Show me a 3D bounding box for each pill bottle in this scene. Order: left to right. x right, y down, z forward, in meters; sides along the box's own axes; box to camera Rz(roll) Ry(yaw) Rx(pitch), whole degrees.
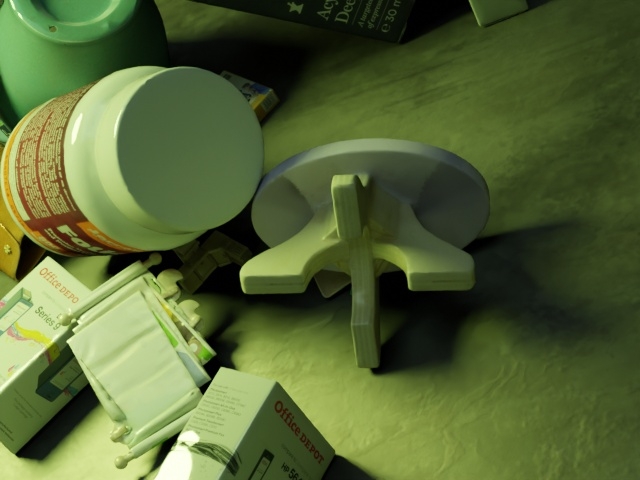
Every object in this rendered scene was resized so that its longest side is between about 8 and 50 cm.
[{"bbox_3d":[-0.240,-0.094,1.679,0.224,0.224,0.392,-53,22,-21],"label":"pill bottle"}]

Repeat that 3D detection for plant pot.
[{"bbox_3d":[-0.345,-0.293,1.918,0.271,0.255,0.272,2,66,-5],"label":"plant pot"}]

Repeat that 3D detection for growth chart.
[{"bbox_3d":[-0.213,0.137,1.621,0.172,0.021,0.237,-27,64,-6],"label":"growth chart"}]

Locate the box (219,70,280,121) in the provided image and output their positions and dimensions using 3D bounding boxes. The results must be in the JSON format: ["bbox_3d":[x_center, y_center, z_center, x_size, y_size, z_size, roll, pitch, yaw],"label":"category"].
[{"bbox_3d":[-0.131,-0.200,1.950,0.136,0.028,0.081,27,69,43],"label":"box"}]

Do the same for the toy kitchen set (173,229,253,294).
[{"bbox_3d":[-0.142,0.026,1.713,0.083,0.068,0.075,-48,43,-15],"label":"toy kitchen set"}]

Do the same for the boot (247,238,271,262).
[{"bbox_3d":[0.000,0.000,1.652,0.198,0.077,0.137,-7,48,46],"label":"boot"}]

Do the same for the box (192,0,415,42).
[{"bbox_3d":[-0.039,-0.475,1.811,0.395,0.293,0.212,9,41,-16],"label":"box"}]

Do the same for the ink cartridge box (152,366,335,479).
[{"bbox_3d":[-0.089,0.258,1.402,0.086,0.148,0.203,9,57,39],"label":"ink cartridge box"}]

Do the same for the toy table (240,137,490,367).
[{"bbox_3d":[0.050,-0.002,1.504,0.274,0.252,0.161,-12,34,15],"label":"toy table"}]

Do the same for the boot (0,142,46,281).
[{"bbox_3d":[-0.504,-0.007,1.944,0.211,0.104,0.295,46,119,18],"label":"boot"}]

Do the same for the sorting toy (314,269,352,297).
[{"bbox_3d":[0.027,0.047,1.629,0.062,0.012,0.083,-31,41,4],"label":"sorting toy"}]

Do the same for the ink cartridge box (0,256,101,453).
[{"bbox_3d":[-0.371,0.143,1.731,0.212,0.093,0.154,-43,42,-14],"label":"ink cartridge box"}]

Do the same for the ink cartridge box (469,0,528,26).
[{"bbox_3d":[0.220,-0.401,1.840,0.072,0.127,0.175,-19,44,14],"label":"ink cartridge box"}]

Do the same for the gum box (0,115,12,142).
[{"bbox_3d":[-0.561,-0.226,2.148,0.184,0.157,0.041,14,61,40],"label":"gum box"}]
